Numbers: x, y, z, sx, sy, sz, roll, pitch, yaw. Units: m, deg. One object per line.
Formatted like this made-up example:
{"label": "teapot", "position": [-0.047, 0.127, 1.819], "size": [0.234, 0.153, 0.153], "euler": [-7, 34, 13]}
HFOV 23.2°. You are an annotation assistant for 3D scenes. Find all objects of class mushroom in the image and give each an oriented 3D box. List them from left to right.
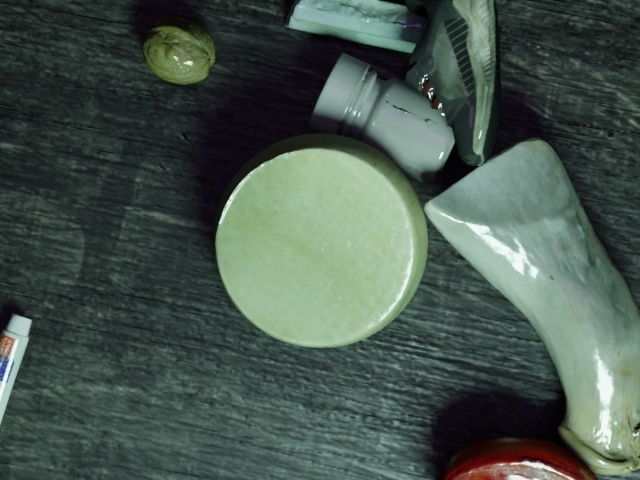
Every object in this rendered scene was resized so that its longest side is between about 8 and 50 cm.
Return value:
{"label": "mushroom", "position": [0.283, 0.084, 1.824], "size": [0.177, 0.126, 0.397], "euler": [-33, 91, -20]}

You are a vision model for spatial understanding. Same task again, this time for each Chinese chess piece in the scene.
{"label": "Chinese chess piece", "position": [0.000, 0.000, 1.811], "size": [0.250, 0.101, 0.250], "euler": [1, 103, 6]}

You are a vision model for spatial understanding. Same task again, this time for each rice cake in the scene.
{"label": "rice cake", "position": [0.071, -0.259, 1.877], "size": [0.226, 0.085, 0.040], "euler": [11, 77, 0]}

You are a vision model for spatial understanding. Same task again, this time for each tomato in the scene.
{"label": "tomato", "position": [0.234, 0.313, 1.802], "size": [0.200, 0.140, 0.233], "euler": [5, 120, 7]}

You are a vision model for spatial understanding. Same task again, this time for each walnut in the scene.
{"label": "walnut", "position": [-0.170, -0.228, 1.871], "size": [0.092, 0.092, 0.092], "euler": [0, 85, -1]}

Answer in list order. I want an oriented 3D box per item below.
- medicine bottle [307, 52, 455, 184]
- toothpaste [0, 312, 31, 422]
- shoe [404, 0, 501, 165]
{"label": "medicine bottle", "position": [0.080, -0.143, 1.856], "size": [0.168, 0.105, 0.105], "euler": [25, 85, 1]}
{"label": "toothpaste", "position": [-0.391, 0.192, 1.854], "size": [0.052, 0.033, 0.218], "euler": [20, 89, 5]}
{"label": "shoe", "position": [0.150, -0.197, 1.791], "size": [0.112, 0.099, 0.228], "euler": [0, 81, 11]}
